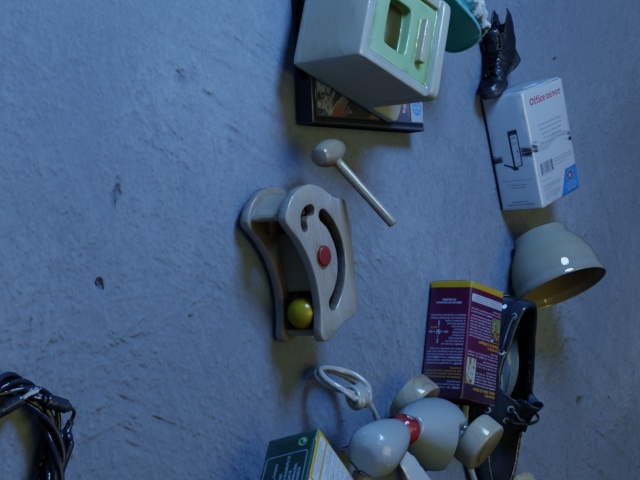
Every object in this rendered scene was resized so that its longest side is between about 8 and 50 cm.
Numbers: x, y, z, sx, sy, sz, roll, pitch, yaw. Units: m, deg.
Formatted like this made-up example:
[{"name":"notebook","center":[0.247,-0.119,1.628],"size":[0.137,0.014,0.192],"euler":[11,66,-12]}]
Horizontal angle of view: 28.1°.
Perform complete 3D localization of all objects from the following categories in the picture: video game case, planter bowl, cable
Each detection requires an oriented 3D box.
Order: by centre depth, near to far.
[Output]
[{"name":"cable","center":[-0.336,0.237,1.374],"size":[0.150,0.047,0.184],"euler":[42,58,-41]},{"name":"video game case","center":[0.060,-0.289,1.895],"size":[0.275,0.035,0.248],"euler":[-2,90,-51]},{"name":"planter bowl","center":[0.398,0.037,2.215],"size":[0.162,0.162,0.109],"euler":[9,54,-50]}]

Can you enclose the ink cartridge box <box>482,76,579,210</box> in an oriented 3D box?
[{"name":"ink cartridge box","center":[0.367,-0.169,2.224],"size":[0.148,0.086,0.203],"euler":[-25,106,-49]}]

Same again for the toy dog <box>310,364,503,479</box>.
[{"name":"toy dog","center":[0.116,0.305,1.841],"size":[0.333,0.220,0.161],"euler":[11,111,-43]}]

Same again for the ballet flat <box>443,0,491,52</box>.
[{"name":"ballet flat","center":[0.118,-0.431,1.860],"size":[0.409,0.147,0.147],"euler":[45,55,-46]}]

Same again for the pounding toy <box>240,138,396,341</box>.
[{"name":"pounding toy","center":[0.000,0.000,1.711],"size":[0.154,0.154,0.270],"euler":[-10,96,-55]}]

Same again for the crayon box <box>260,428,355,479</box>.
[{"name":"crayon box","center":[0.024,0.430,1.663],"size":[0.323,0.083,0.203],"euler":[57,27,-29]}]

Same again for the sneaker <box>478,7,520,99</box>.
[{"name":"sneaker","center":[0.296,-0.317,2.177],"size":[0.170,0.051,0.089],"euler":[-55,128,-43]}]

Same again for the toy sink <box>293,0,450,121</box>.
[{"name":"toy sink","center":[0.094,-0.279,1.805],"size":[0.234,0.131,0.153],"euler":[27,69,-46]}]

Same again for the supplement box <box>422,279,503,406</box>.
[{"name":"supplement box","center":[0.226,0.165,2.038],"size":[0.104,0.080,0.188],"euler":[19,73,-49]}]

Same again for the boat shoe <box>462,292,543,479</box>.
[{"name":"boat shoe","center":[0.314,0.255,2.115],"size":[0.127,0.113,0.340],"euler":[16,76,-50]}]

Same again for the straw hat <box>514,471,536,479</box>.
[{"name":"straw hat","center":[0.379,0.478,2.224],"size":[0.144,0.061,0.145],"euler":[3,86,-50]}]
